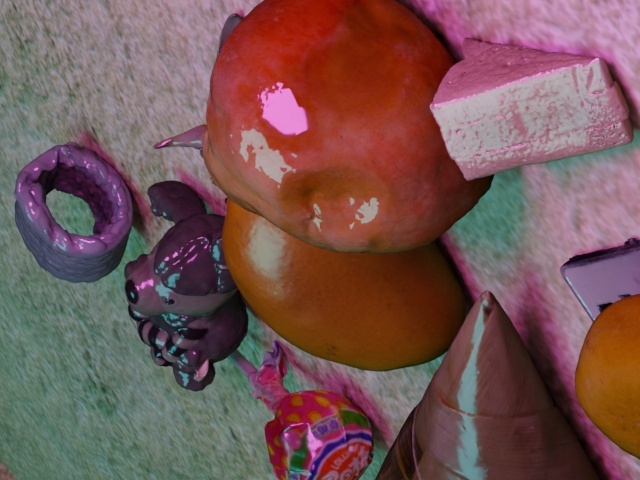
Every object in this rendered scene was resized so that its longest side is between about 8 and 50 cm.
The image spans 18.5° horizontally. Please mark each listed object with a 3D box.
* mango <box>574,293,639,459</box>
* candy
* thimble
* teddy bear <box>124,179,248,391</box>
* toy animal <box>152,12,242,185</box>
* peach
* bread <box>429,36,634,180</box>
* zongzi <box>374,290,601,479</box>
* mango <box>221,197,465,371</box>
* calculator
[{"bbox_3d":[0.267,0.101,1.428,0.195,0.098,0.137,-4,118,56],"label":"mango"},{"bbox_3d":[-0.065,0.169,2.255,0.365,0.124,0.124,41,157,47],"label":"candy"},{"bbox_3d":[-0.296,-0.033,2.365,0.151,0.127,0.118,47,156,9],"label":"thimble"},{"bbox_3d":[-0.159,0.034,2.180,0.171,0.144,0.251,57,160,30],"label":"teddy bear"},{"bbox_3d":[-0.091,-0.097,1.847,0.095,0.155,0.219,-84,-22,-63],"label":"toy animal"},{"bbox_3d":[0.026,-0.089,1.567,0.235,0.214,0.214,31,155,6],"label":"peach"},{"bbox_3d":[0.167,-0.110,1.460,0.152,0.105,0.077,-11,119,31],"label":"bread"},{"bbox_3d":[0.202,0.215,1.733,0.289,0.154,0.317,39,150,13],"label":"zongzi"},{"bbox_3d":[0.012,0.021,1.776,0.175,0.139,0.254,-25,109,28],"label":"mango"},{"bbox_3d":[0.284,0.066,1.491,0.161,0.021,0.262,56,158,-6],"label":"calculator"}]
